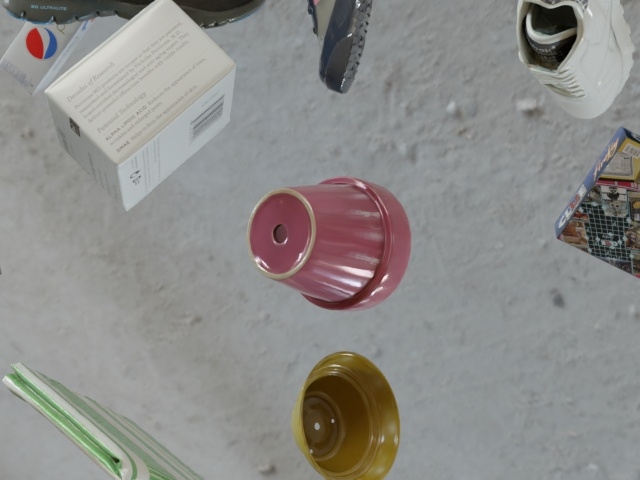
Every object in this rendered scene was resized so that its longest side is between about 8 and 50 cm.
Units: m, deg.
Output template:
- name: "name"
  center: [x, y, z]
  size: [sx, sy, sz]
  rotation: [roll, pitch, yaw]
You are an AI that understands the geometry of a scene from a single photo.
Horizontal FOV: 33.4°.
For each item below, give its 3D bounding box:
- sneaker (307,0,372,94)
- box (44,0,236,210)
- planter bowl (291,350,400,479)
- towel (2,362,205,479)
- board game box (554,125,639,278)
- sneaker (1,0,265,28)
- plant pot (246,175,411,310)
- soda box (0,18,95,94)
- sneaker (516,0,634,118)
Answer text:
- name: "sneaker"
  center: [0.003, -0.346, 1.345]
  size: [0.131, 0.319, 0.112]
  rotation: [6, 180, 8]
- name: "box"
  center: [-0.202, -0.153, 1.227]
  size: [0.119, 0.182, 0.181]
  rotation: [45, 165, 6]
- name: "planter bowl"
  center: [0.020, 0.289, 1.676]
  size: [0.090, 0.217, 0.217]
  rotation: [-20, 118, 44]
- name: "towel"
  center: [-0.263, 0.278, 1.433]
  size: [0.248, 0.038, 0.325]
  rotation: [32, 170, 26]
- name: "board game box"
  center: [0.453, -0.024, 1.390]
  size: [0.243, 0.042, 0.165]
  rotation: [26, 116, -8]
- name: "sneaker"
  center: [-0.227, -0.345, 1.353]
  size: [0.125, 0.341, 0.139]
  rotation: [-138, 48, -59]
- name: "plant pot"
  center: [0.000, 0.000, 1.528]
  size: [0.201, 0.201, 0.180]
  rotation: [-7, 170, 38]
- name: "soda box"
  center: [-0.378, -0.320, 1.553]
  size: [0.069, 0.074, 0.216]
  rotation: [39, 109, -8]
- name: "sneaker"
  center: [0.197, -0.161, 0.865]
  size: [0.090, 0.094, 0.235]
  rotation: [19, 159, 26]
